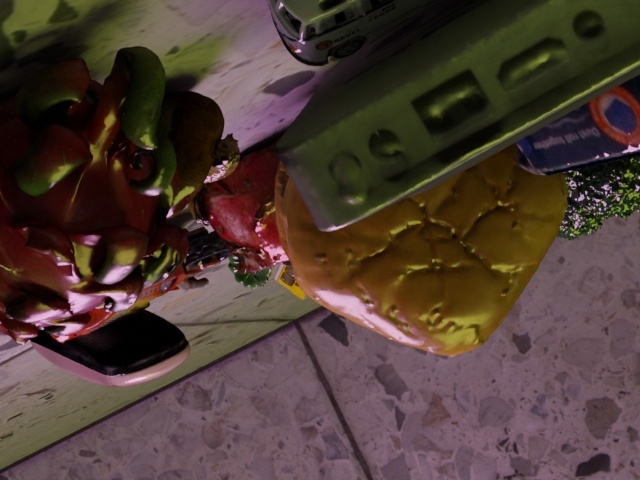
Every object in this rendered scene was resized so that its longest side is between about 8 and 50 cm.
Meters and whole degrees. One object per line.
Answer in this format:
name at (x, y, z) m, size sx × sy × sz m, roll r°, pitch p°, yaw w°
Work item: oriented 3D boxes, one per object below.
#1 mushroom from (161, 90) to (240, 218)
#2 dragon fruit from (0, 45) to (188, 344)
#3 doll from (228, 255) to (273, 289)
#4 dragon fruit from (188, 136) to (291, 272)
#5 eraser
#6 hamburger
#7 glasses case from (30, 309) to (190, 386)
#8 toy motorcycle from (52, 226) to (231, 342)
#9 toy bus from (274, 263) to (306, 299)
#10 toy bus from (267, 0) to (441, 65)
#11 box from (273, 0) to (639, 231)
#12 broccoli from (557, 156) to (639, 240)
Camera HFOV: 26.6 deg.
mushroom at (-0.133, -0.073, 1.205) m, size 0.127 × 0.127 × 0.087 m, roll -36°, pitch 123°, yaw 28°
dragon fruit at (-0.208, -0.028, 1.046) m, size 0.198 × 0.218 × 0.273 m, roll -62°, pitch 180°, yaw -22°
doll at (-0.092, 0.011, 2.049) m, size 0.078 × 0.077 × 0.113 m, roll -4°, pitch -147°, yaw 28°
dragon fruit at (-0.015, -0.043, 1.614) m, size 0.282 × 0.147 × 0.211 m, roll -19°, pitch 168°, yaw -30°
eraser at (0.299, -0.148, 1.200) m, size 0.155 × 0.102 × 0.332 m, roll -38°, pitch -167°, yaw -24°
hamburger at (0.102, -0.039, 1.438) m, size 0.318 × 0.319 × 0.158 m, roll -25°, pitch -167°, yaw -6°
glasses case at (-0.282, 0.131, 1.767) m, size 0.122 × 0.075 × 0.314 m, roll -24°, pitch -161°, yaw -30°
toy motorcycle at (-0.245, 0.048, 1.674) m, size 0.298 × 0.089 × 0.171 m, roll -20°, pitch 171°, yaw -36°
toy bus at (0.000, 0.000, 1.951) m, size 0.081 × 0.074 × 0.226 m, roll -54°, pitch 175°, yaw -31°
toy bus at (0.047, -0.210, 1.020) m, size 0.193 × 0.087 × 0.089 m, roll -26°, pitch 164°, yaw 7°
box at (0.170, -0.174, 1.116) m, size 0.396 × 0.111 × 0.396 m, roll -29°, pitch -168°, yaw 20°
broccoli at (0.334, -0.135, 1.609) m, size 0.297 × 0.298 × 0.297 m, roll -30°, pitch 139°, yaw 28°
